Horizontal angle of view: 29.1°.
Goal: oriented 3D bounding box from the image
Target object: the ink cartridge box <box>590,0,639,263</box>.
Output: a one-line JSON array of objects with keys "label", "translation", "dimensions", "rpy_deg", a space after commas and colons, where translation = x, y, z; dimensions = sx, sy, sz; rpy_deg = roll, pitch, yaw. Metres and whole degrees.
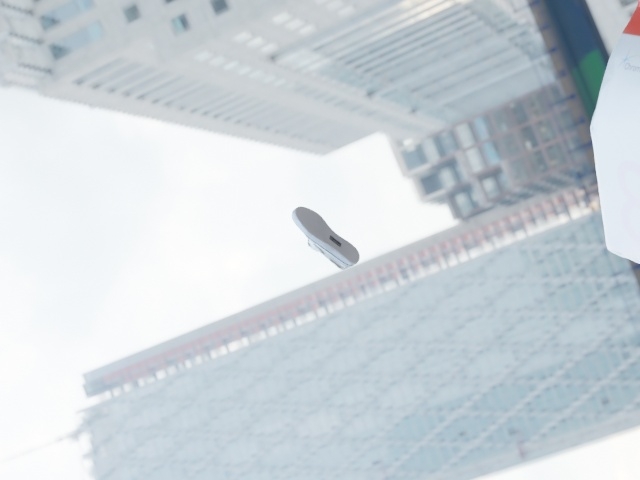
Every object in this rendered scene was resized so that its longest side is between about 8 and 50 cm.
[{"label": "ink cartridge box", "translation": [0.222, -0.083, 0.699], "dimensions": [0.189, 0.066, 0.232], "rpy_deg": [32, 142, 63]}]

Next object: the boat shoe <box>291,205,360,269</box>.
[{"label": "boat shoe", "translation": [0.000, 0.000, 1.466], "dimensions": [0.100, 0.035, 0.035], "rpy_deg": [38, -136, -17]}]
